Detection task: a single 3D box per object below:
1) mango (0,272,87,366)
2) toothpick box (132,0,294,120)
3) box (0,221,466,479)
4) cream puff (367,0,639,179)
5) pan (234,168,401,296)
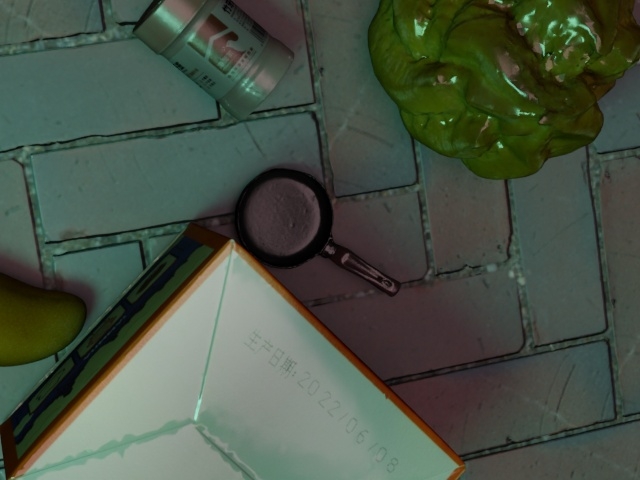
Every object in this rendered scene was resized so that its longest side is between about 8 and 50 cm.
[{"bbox_3d":[-0.341,0.081,1.367,0.184,0.085,0.102,9,89,-27],"label":"mango"},{"bbox_3d":[-0.114,-0.212,1.393,0.149,0.098,0.098,39,84,-17],"label":"toothpick box"},{"bbox_3d":[-0.102,0.214,1.358,0.348,0.257,0.318,43,82,-15],"label":"box"},{"bbox_3d":[0.225,-0.234,1.412,0.324,0.257,0.291,-41,108,-9],"label":"cream puff"},{"bbox_3d":[0.000,0.000,1.475,0.212,0.040,0.115,32,85,-9],"label":"pan"}]
